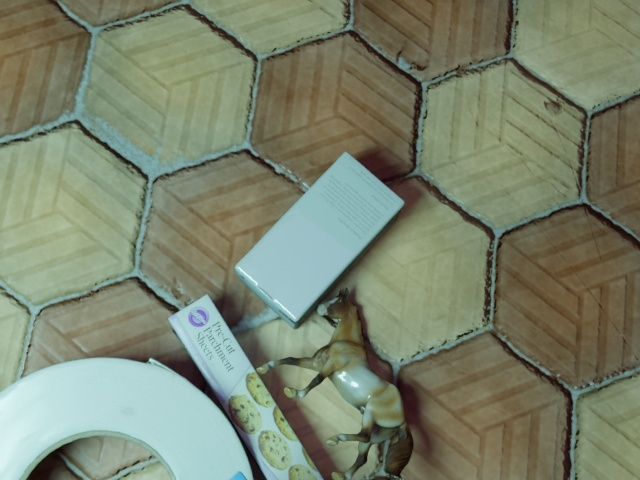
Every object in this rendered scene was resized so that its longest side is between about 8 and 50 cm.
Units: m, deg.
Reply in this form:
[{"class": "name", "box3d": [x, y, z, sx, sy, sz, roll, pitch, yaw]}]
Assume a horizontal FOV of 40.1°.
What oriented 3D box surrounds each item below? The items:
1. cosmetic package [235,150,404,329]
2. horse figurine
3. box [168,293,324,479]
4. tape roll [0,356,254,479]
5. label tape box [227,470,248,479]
[{"class": "cosmetic package", "box3d": [0.000, 0.000, 1.226, 0.117, 0.085, 0.231, 42, 78, 8]}, {"class": "horse figurine", "box3d": [0.042, 0.206, 1.165, 0.175, 0.066, 0.263, -25, 68, -39]}, {"class": "box", "box3d": [-0.093, 0.226, 1.168, 0.067, 0.063, 0.324, -30, 79, -12]}, {"class": "tape roll", "box3d": [-0.274, 0.336, 1.088, 0.392, 0.072, 0.391, 1, 82, -11]}, {"class": "label tape box", "box3d": [-0.101, 0.455, 1.015, 0.249, 0.115, 0.347, -37, 103, -11]}]
